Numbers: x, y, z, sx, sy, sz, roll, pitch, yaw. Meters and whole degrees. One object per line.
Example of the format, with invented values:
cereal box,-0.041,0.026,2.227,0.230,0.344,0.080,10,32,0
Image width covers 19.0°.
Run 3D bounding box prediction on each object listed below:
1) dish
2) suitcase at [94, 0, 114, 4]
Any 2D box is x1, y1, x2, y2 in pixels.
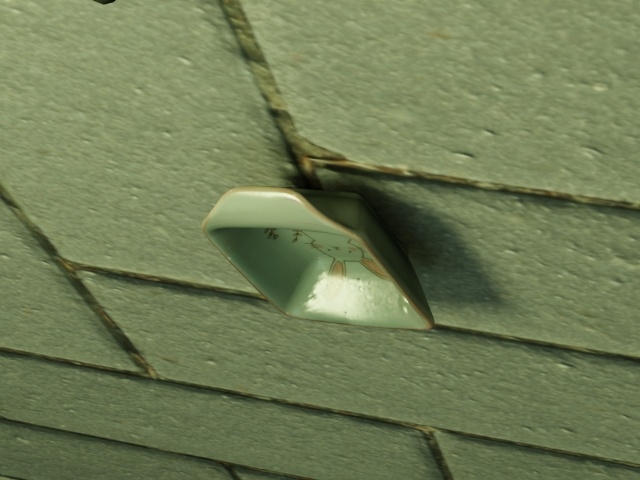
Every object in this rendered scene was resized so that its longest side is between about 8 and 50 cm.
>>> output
dish,0.000,0.000,1.626,0.154,0.064,0.234,5,157,26
suitcase,-0.144,-0.285,0.847,0.345,0.188,0.339,26,158,-21
